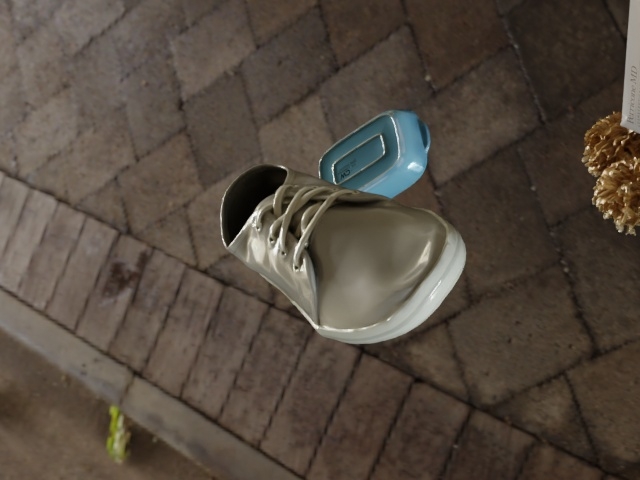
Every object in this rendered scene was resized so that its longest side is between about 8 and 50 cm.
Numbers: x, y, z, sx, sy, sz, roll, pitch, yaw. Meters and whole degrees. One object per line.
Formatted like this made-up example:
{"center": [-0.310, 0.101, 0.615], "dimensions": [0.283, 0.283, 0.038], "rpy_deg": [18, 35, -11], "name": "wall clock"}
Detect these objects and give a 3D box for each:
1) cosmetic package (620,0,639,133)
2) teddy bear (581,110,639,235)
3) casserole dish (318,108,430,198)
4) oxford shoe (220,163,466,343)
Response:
{"center": [0.204, -0.147, 0.506], "dimensions": [0.060, 0.239, 0.099], "rpy_deg": [-32, 44, -25], "name": "cosmetic package"}
{"center": [0.357, -0.137, 0.869], "dimensions": [0.338, 0.113, 0.245], "rpy_deg": [-29, 21, 39], "name": "teddy bear"}
{"center": [0.061, -0.101, 1.385], "dimensions": [0.188, 0.037, 0.114], "rpy_deg": [-31, 55, 36], "name": "casserole dish"}
{"center": [0.000, 0.000, 1.184], "dimensions": [0.169, 0.130, 0.449], "rpy_deg": [-51, 27, -8], "name": "oxford shoe"}
